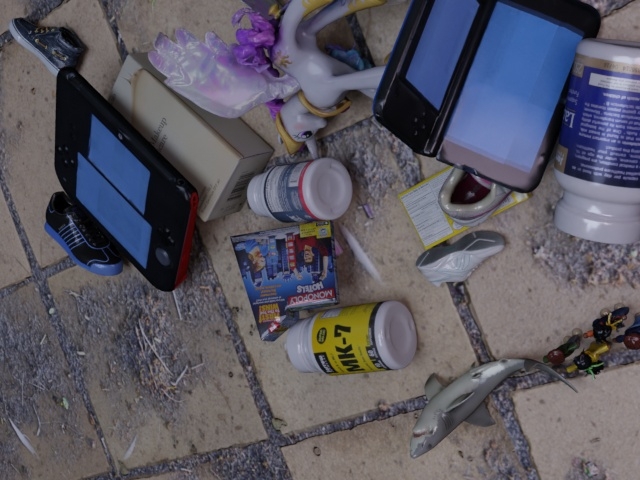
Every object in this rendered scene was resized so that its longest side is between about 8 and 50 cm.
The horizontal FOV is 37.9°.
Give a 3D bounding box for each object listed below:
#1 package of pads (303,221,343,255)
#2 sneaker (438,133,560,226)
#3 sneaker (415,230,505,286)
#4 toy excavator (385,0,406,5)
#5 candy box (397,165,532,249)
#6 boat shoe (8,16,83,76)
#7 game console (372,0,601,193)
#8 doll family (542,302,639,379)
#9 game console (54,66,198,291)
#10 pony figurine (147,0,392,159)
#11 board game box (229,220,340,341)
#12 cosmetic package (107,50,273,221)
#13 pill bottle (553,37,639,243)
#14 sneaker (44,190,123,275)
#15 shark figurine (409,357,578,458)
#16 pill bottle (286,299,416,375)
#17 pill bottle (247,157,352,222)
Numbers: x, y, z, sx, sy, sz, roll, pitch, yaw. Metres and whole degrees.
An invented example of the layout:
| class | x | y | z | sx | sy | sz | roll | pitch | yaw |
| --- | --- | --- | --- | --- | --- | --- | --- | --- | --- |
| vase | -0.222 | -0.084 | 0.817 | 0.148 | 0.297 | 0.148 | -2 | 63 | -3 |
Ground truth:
| class | x | y | z | sx | sy | sz | roll | pitch | yaw |
| --- | --- | --- | --- | --- | --- | --- | --- | --- | --- |
| package of pads | 0.000 | 0.000 | 1.670 | 0.050 | 0.032 | 0.083 | -36 | 82 | 32 |
| sneaker | 0.271 | -0.114 | 1.385 | 0.103 | 0.111 | 0.252 | 43 | 111 | 13 |
| sneaker | 0.235 | 0.030 | 1.517 | 0.152 | 0.053 | 0.061 | -20 | 119 | 27 |
| toy excavator | 0.202 | -0.567 | 1.287 | 0.445 | 0.222 | 0.433 | 3 | 121 | 38 |
| candy box | 0.230 | -0.072 | 1.503 | 0.206 | 0.027 | 0.105 | -29 | 83 | 35 |
| boat shoe | -0.561 | -0.420 | 1.921 | 0.183 | 0.065 | 0.083 | 43 | 119 | 11 |
| game console | 0.233 | -0.246 | 1.269 | 0.173 | 0.250 | 0.293 | 19 | 87 | 30 |
| doll family | 0.420 | 0.148 | 1.381 | 0.076 | 0.111 | 0.193 | 52 | 123 | 12 |
| game console | -0.386 | -0.105 | 1.801 | 0.386 | 0.060 | 0.342 | 43 | 149 | 16 |
| pony figurine | -0.046 | -0.294 | 1.486 | 0.351 | 0.303 | 0.363 | 43 | 144 | -15 |
| board game box | -0.055 | 0.076 | 1.636 | 0.194 | 0.060 | 0.194 | -9 | 80 | 21 |
| cosmetic package | -0.253 | -0.198 | 1.739 | 0.309 | 0.113 | 0.160 | 42 | 122 | 17 |
| pill bottle | 0.409 | -0.138 | 1.290 | 0.153 | 0.153 | 0.264 | 17 | 110 | 29 |
| sneaker | -0.501 | -0.016 | 1.967 | 0.232 | 0.081 | 0.090 | 34 | 125 | 24 |
| shark figurine | 0.276 | 0.261 | 1.534 | 0.278 | 0.166 | 0.116 | -34 | 108 | 17 |
| pill bottle | 0.052 | 0.174 | 1.627 | 0.208 | 0.119 | 0.119 | -12 | 95 | 35 |
| pill bottle | -0.041 | -0.085 | 1.623 | 0.180 | 0.108 | 0.108 | -2 | 101 | 48 |
